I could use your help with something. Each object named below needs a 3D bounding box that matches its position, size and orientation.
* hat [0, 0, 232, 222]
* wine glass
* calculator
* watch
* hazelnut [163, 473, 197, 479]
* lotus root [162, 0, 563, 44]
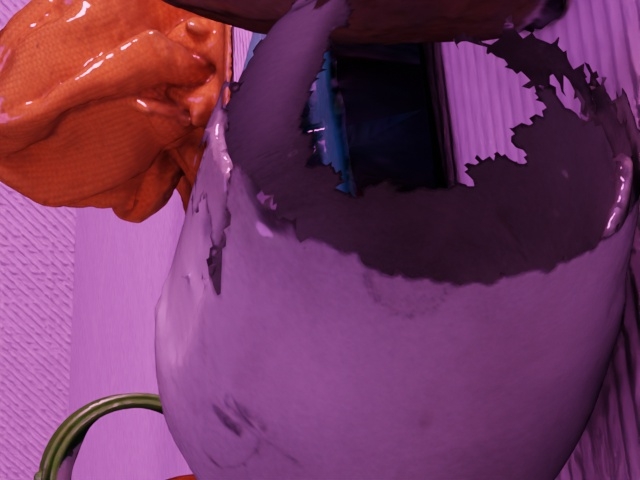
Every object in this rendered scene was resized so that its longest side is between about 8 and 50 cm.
[{"bbox_3d":[-0.200,-0.124,1.330,0.244,0.233,0.233,-107,22,-52],"label":"hat"},{"bbox_3d":[0.007,0.072,0.567,0.321,0.143,0.143,107,160,-46],"label":"wine glass"},{"bbox_3d":[0.000,0.000,0.800,0.248,0.058,0.274,110,156,-60],"label":"calculator"},{"bbox_3d":[-0.118,0.187,1.221,0.131,0.165,0.152,145,150,-77],"label":"watch"},{"bbox_3d":[-0.068,0.195,0.932,0.143,0.143,0.154,104,161,-47],"label":"hazelnut"},{"bbox_3d":[-0.007,-0.203,0.586,0.272,0.192,0.272,180,90,-85],"label":"lotus root"}]
